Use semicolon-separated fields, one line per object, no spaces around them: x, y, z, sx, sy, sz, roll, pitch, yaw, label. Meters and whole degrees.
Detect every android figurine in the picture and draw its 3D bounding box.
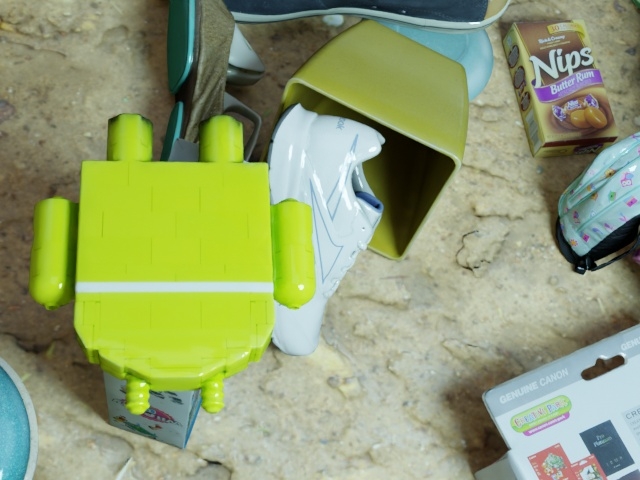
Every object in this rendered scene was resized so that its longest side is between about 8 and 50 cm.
-0.126;0.017;0.914;0.248;0.056;0.272;-1;67;-9;android figurine

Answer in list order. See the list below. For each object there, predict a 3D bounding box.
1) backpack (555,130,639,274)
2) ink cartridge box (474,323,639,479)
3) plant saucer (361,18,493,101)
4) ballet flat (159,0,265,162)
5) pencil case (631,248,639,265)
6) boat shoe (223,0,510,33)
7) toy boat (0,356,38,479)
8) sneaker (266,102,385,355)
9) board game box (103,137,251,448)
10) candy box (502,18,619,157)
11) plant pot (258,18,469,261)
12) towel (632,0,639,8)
0.375;-0.052;1.307;0.152;0.182;0.115;-36;79;-21;backpack
0.353;0.256;1.204;0.310;0.130;0.271;-19;71;-18;ink cartridge box
0.149;-0.270;1.433;0.195;0.037;0.194;4;68;-10;plant saucer
-0.132;-0.175;1.297;0.124;0.116;0.342;9;71;-22;ballet flat
0.508;0.088;1.280;0.124;0.124;0.284;-37;91;-22;pencil case
0.007;-0.380;1.368;0.500;0.156;0.186;6;64;2;boat shoe
-0.330;0.250;1.061;0.318;0.148;0.267;19;65;-3;toy boat
0.000;0.000;1.175;0.129;0.297;0.111;9;23;8;sneaker
-0.144;0.069;1.087;0.098;0.303;0.224;18;66;-2;board game box
0.325;-0.209;1.434;0.109;0.053;0.186;-6;68;-13;candy box
0.066;-0.139;1.282;0.212;0.212;0.187;26;52;1;plant pot
0.497;-0.467;1.585;0.248;0.038;0.325;-36;76;-23;towel
